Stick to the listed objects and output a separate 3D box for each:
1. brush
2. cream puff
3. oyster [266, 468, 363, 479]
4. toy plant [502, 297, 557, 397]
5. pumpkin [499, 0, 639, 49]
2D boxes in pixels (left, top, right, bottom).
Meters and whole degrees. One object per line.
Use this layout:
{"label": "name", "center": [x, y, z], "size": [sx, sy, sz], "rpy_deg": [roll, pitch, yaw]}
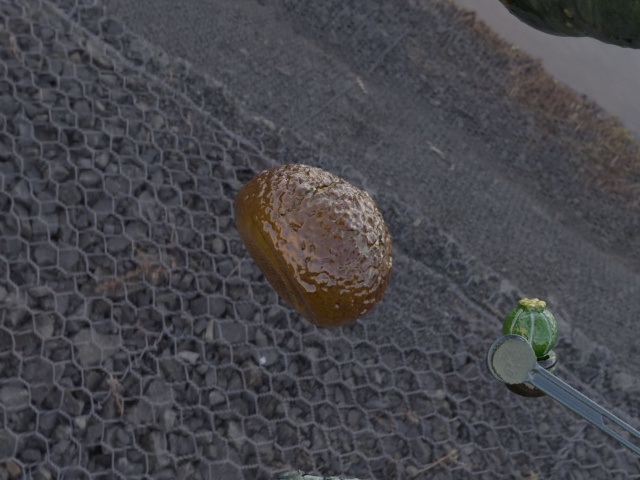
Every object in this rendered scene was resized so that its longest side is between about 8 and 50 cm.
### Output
{"label": "brush", "center": [0.320, 0.201, 0.883], "size": [0.266, 0.027, 0.062], "rpy_deg": [33, 92, -9]}
{"label": "cream puff", "center": [0.000, 0.000, 1.174], "size": [0.212, 0.303, 0.303], "rpy_deg": [-32, 72, -14]}
{"label": "oyster", "center": [0.011, 0.337, 0.883], "size": [0.199, 0.252, 0.087], "rpy_deg": [43, 37, -13]}
{"label": "toy plant", "center": [0.355, 0.178, 1.202], "size": [0.092, 0.093, 0.163], "rpy_deg": [-6, 102, -20]}
{"label": "pumpkin", "center": [0.310, -0.306, 0.614], "size": [0.327, 0.258, 0.291], "rpy_deg": [17, 39, 39]}
